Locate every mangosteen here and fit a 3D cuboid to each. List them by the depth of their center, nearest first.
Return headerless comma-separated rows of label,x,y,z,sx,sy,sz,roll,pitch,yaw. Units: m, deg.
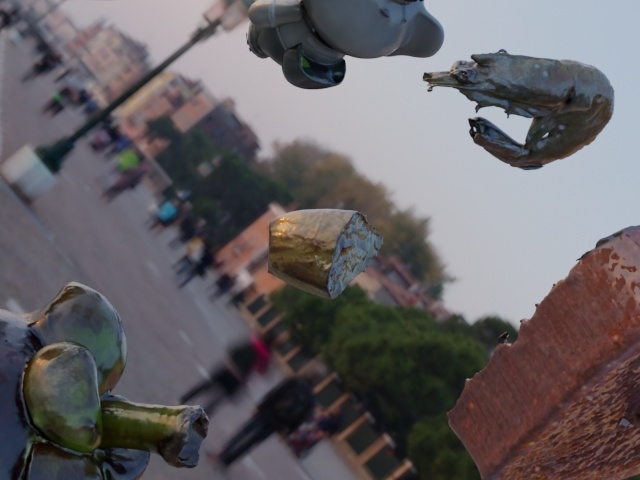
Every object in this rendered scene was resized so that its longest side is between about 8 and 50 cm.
mangosteen,-0.175,0.107,0.696,0.172,0.184,0.172,46,-23,26

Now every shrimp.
shrimp,0.187,-0.124,1.234,0.223,0.126,0.047,5,36,-28

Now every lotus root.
lotus root,-0.003,0.002,1.592,0.159,0.135,0.095,-59,153,-61

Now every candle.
candle,0.265,0.137,1.193,0.317,0.287,0.131,73,-9,-54

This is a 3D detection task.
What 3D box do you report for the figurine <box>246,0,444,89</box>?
figurine,0.021,-0.194,1.048,0.147,0.126,0.192,24,-23,-35
